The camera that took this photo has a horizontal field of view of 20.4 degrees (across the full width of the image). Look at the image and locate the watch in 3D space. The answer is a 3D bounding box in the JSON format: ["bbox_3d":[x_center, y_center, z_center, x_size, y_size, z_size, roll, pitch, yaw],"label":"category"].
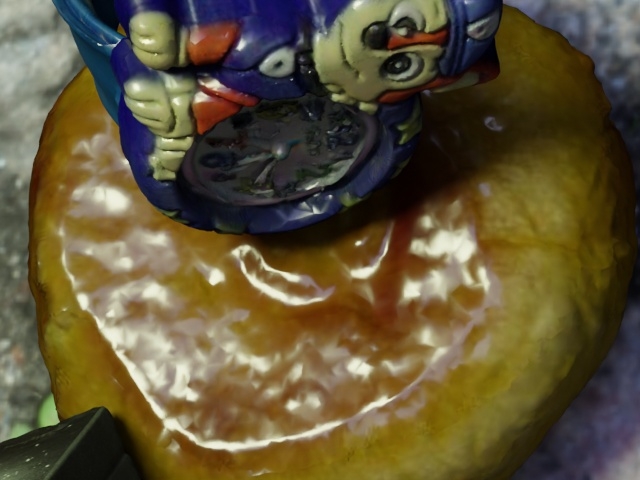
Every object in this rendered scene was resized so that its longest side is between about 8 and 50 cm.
[{"bbox_3d":[-0.030,-0.120,0.850,0.196,0.171,0.200,-14,57,-8],"label":"watch"}]

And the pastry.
[{"bbox_3d":[0.000,0.000,0.963,0.356,0.164,0.356,-4,68,9],"label":"pastry"}]

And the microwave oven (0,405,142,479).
[{"bbox_3d":[-0.255,0.319,0.817,0.432,0.236,0.374,-20,97,9],"label":"microwave oven"}]
